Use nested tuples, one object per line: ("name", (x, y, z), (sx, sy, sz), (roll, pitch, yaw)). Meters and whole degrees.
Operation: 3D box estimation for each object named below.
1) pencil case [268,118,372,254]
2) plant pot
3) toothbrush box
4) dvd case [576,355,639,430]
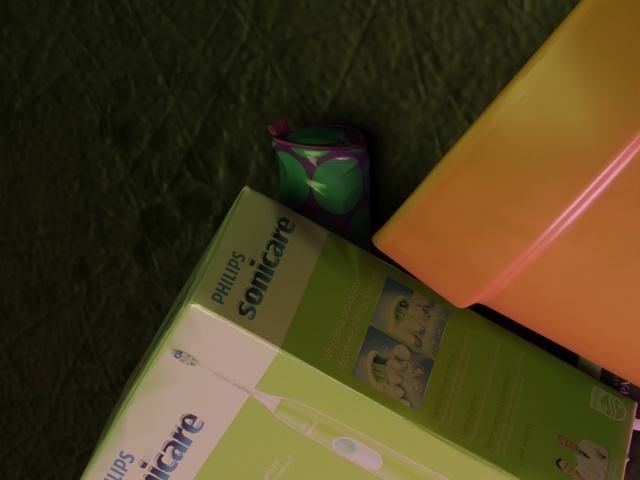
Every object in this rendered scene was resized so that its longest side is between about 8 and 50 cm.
("pencil case", (0.000, 0.000, 1.139), (0.070, 0.064, 0.152), (18, 117, 40))
("plant pot", (0.196, -0.043, 0.901), (0.203, 0.291, 0.291), (41, 122, 1))
("toothbrush box", (0.020, 0.131, 1.090), (0.283, 0.122, 0.206), (28, 131, -6))
("dvd case", (0.276, 0.049, 1.045), (0.238, 0.029, 0.179), (12, 114, 21))
